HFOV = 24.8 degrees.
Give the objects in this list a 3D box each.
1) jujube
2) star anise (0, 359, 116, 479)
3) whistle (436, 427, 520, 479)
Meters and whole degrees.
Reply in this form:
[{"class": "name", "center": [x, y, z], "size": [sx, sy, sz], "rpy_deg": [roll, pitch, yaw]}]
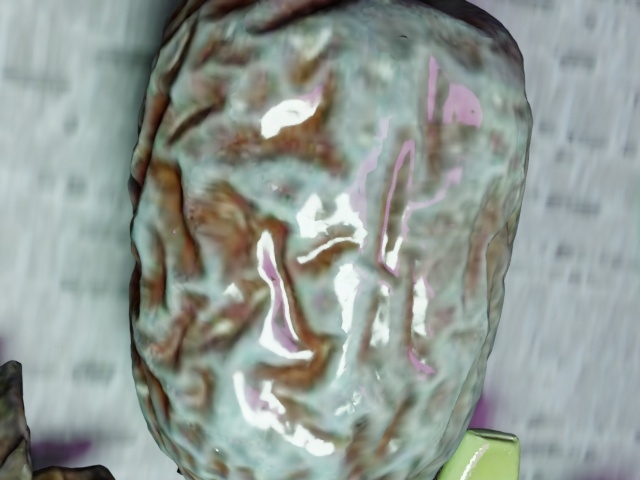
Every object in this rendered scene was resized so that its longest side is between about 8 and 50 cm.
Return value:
[{"class": "jujube", "center": [0.000, 0.000, 0.810], "size": [0.226, 0.226, 0.316], "rpy_deg": [1, 108, -29]}, {"class": "star anise", "center": [-0.212, 0.182, 0.777], "size": [0.236, 0.109, 0.223], "rpy_deg": [-46, 131, -11]}, {"class": "whistle", "center": [0.076, 0.261, 0.971], "size": [0.131, 0.106, 0.288], "rpy_deg": [11, 104, -23]}]
